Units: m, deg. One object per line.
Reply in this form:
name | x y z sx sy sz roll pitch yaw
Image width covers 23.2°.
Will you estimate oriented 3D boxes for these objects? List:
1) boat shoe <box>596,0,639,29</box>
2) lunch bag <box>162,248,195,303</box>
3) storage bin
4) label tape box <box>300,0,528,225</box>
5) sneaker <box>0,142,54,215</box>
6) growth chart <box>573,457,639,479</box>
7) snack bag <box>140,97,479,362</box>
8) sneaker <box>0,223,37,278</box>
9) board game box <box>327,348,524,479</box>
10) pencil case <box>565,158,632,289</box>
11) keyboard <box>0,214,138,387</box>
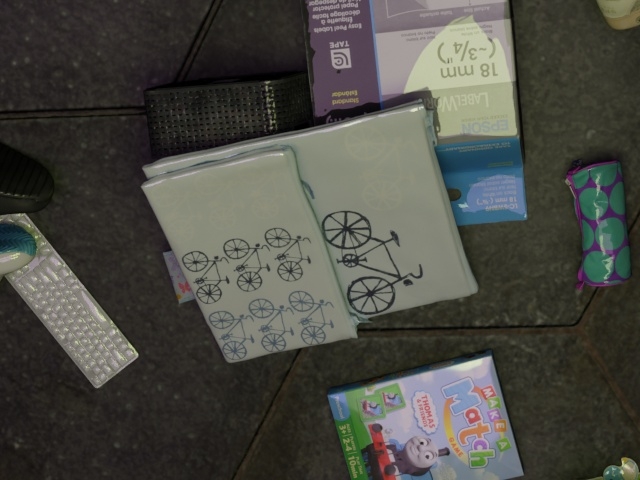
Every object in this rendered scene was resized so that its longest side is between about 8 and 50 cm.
boat shoe | 0.451 -0.341 1.773 0.302 0.109 0.098 -28 132 6
lunch bag | -0.142 0.033 1.926 0.083 0.053 0.071 -17 96 19
storage bin | -0.105 -0.149 1.836 0.180 0.122 0.084 -1 101 22
label tape box | 0.115 -0.169 1.832 0.240 0.106 0.334 -5 99 8
sneaker | -0.490 -0.048 1.932 0.330 0.122 0.146 6 119 4
growth chart | 0.381 0.358 1.942 0.237 0.021 0.172 -18 97 9
snack bag | 0.000 0.000 1.828 0.342 0.037 0.323 -13 131 8
sneaker | -0.443 0.048 1.945 0.228 0.087 0.092 -19 113 23
board game box | 0.131 0.238 1.938 0.211 0.039 0.160 -15 98 8
pencil case | 0.331 -0.020 1.855 0.070 0.064 0.152 -10 99 -8
keyboard | -0.336 0.068 1.974 0.072 0.014 0.256 -37 95 12
